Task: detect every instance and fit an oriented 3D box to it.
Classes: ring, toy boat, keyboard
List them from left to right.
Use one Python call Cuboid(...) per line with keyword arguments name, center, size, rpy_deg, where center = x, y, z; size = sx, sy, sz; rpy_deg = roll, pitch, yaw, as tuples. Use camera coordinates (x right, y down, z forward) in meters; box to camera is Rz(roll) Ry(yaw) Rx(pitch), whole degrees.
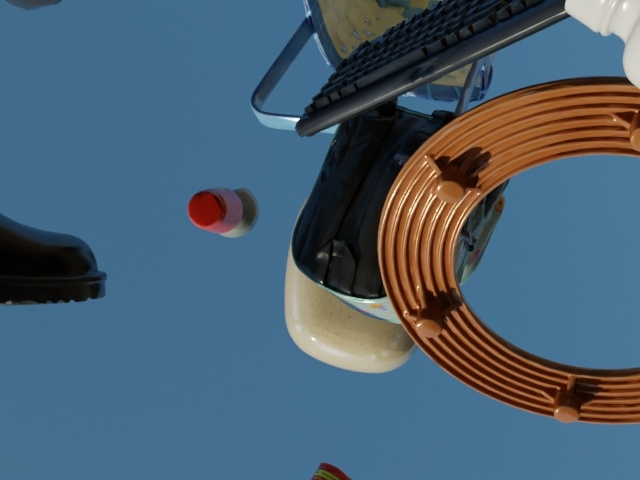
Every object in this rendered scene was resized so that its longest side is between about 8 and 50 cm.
Cuboid(name="toy boat", center=(0.000, 0.000, 1.396), size=(0.318, 0.148, 0.267), rpy_deg=(19, -87, 11))
Cuboid(name="keyboard", center=(0.119, -0.174, 0.838), size=(0.033, 0.317, 0.201), rpy_deg=(53, -127, -15))
Cuboid(name="ring", center=(0.206, 0.028, 0.862), size=(0.336, 0.337, 0.032), rpy_deg=(43, -143, -23))

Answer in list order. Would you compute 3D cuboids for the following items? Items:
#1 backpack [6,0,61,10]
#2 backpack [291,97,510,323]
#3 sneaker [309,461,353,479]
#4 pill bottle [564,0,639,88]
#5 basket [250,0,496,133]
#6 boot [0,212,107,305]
Cuboid(name="backpack", center=(-0.337, -0.507, 1.405), size=(0.290, 0.273, 0.355), rpy_deg=(41, -127, -45))
Cuboid(name="backpack", center=(0.072, -0.017, 1.086), size=(0.188, 0.166, 0.144), rpy_deg=(-61, -33, -14))
Cuboid(name="sneaker", center=(-0.014, 0.298, 1.267), size=(0.279, 0.107, 0.118), rpy_deg=(8, -94, -36))
Cuboid(name="pill bottle", center=(0.208, -0.095, 0.568), size=(0.169, 0.094, 0.094), rpy_deg=(36, -122, 14))
Cuboid(name="basket", center=(0.079, -0.233, 1.360), size=(0.289, 0.255, 0.201), rpy_deg=(-66, -29, -24))
Cuboid(name="boot", center=(-0.347, -0.073, 1.090), size=(0.348, 0.131, 0.260), rpy_deg=(10, -96, -36))
